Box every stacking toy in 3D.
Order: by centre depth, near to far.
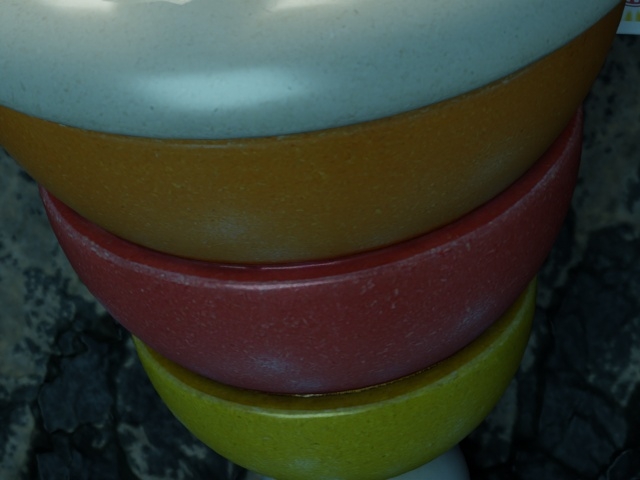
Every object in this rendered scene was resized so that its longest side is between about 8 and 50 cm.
[{"bbox_3d":[0.000,0.000,0.997,0.350,0.351,0.480,7,131,18],"label":"stacking toy"}]

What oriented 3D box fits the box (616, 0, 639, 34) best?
[{"bbox_3d":[0.233,-0.160,0.983,0.203,0.103,0.114,5,105,18],"label":"box"}]
